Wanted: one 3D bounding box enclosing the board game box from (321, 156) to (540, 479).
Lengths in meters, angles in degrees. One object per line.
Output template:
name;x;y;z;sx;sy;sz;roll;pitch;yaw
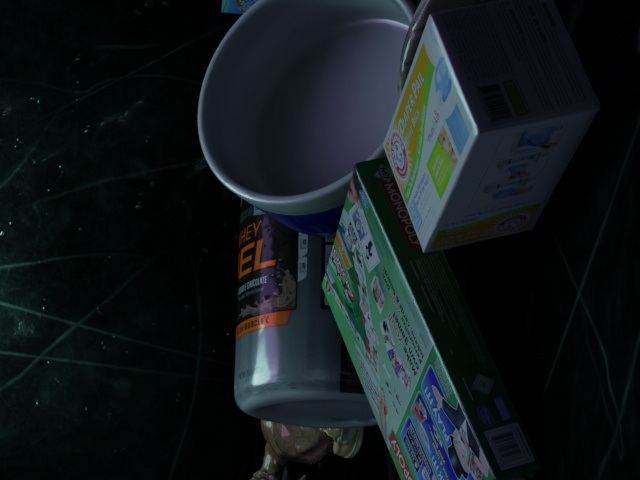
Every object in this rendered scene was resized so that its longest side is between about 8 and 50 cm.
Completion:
board game box;0.088;0.112;1.542;0.213;0.046;0.317;105;147;-58

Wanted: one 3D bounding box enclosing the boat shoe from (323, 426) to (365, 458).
boat shoe;0.029;0.224;2.226;0.170;0.059;0.063;104;167;-51

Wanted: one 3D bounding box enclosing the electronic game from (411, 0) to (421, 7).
electronic game;0.115;-0.307;1.894;0.229;0.048;0.229;-176;90;-83

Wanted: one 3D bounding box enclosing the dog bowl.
dog bowl;0.011;-0.140;1.777;0.104;0.265;0.265;35;-131;-53

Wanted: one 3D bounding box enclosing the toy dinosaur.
toy dinosaur;-0.019;0.263;2.362;0.296;0.127;0.200;123;146;-55

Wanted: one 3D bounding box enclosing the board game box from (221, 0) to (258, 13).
board game box;-0.020;-0.337;2.289;0.160;0.210;0.047;132;141;-76

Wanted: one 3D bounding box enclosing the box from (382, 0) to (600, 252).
box;0.131;-0.090;1.385;0.203;0.103;0.114;108;147;-61

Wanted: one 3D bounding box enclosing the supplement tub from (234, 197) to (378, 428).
supplement tub;0.012;0.026;1.908;0.207;0.207;0.338;117;155;-71

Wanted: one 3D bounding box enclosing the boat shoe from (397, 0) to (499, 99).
boat shoe;0.120;-0.150;1.540;0.116;0.123;0.324;-91;11;-45
